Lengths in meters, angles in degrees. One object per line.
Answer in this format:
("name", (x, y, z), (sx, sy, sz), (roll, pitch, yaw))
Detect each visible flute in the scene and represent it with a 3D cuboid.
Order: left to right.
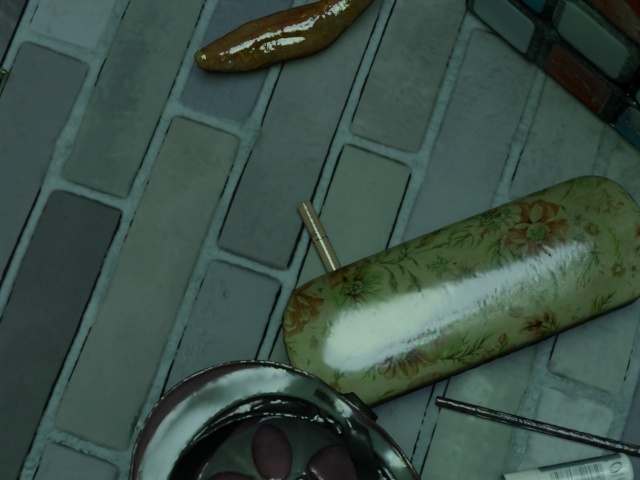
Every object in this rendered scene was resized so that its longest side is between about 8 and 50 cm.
("flute", (0.258, 0.210, 1.398), (0.269, 0.014, 0.014), (14, 77, 2))

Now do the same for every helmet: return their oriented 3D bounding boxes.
("helmet", (-0.024, 0.285, 1.281), (0.338, 0.197, 0.271), (43, 87, 14))

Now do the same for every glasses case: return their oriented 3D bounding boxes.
("glasses case", (0.164, 0.059, 1.386), (0.425, 0.098, 0.156), (-21, 76, -6))

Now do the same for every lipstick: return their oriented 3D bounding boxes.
("lipstick", (0.000, 0.000, 1.437), (0.019, 0.019, 0.094), (-24, 78, -7))
("lipstick", (0.269, 0.261, 1.372), (0.141, 0.040, 0.040), (-10, 78, -3))

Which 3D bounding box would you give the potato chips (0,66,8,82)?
("potato chips", (-0.459, -0.238, 1.475), (0.207, 0.028, 0.092), (45, 78, 6))

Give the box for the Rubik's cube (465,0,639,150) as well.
("Rubik's cube", (0.399, -0.328, 1.350), (0.362, 0.363, 0.359), (-44, 78, -6))

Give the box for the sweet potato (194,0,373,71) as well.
("sweet potato", (-0.025, -0.251, 1.469), (0.255, 0.078, 0.058), (-27, 38, 1))
